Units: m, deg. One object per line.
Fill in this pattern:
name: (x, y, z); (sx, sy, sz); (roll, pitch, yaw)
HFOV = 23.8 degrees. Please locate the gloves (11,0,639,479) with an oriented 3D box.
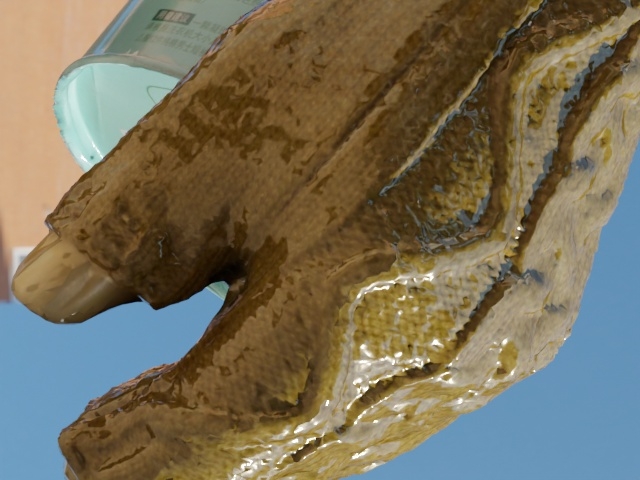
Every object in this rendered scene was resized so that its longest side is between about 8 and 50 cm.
gloves: (0.013, 0.002, 0.630); (0.356, 0.203, 0.155); (-45, -134, 3)

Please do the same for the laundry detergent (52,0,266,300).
laundry detergent: (0.047, -0.117, 0.895); (0.287, 0.287, 0.305); (17, -118, 39)
